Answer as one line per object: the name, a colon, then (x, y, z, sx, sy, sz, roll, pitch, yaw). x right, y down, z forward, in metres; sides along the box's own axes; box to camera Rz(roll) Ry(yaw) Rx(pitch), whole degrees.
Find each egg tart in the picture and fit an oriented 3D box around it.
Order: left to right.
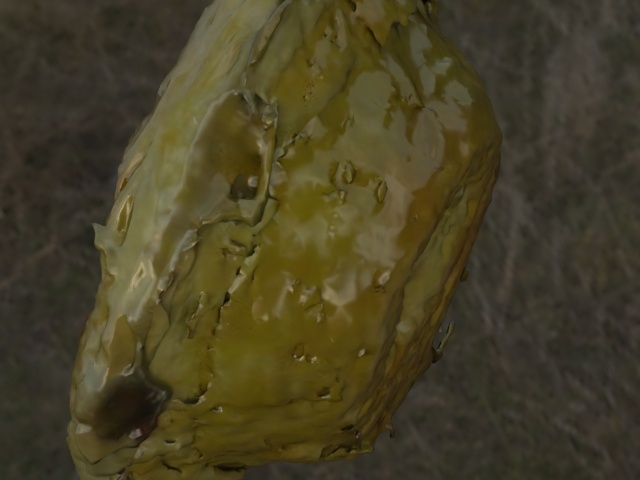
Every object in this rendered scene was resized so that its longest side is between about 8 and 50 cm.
egg tart: (0.000, 0.000, 0.818, 0.116, 0.295, 0.295, 25, 52, 15)
